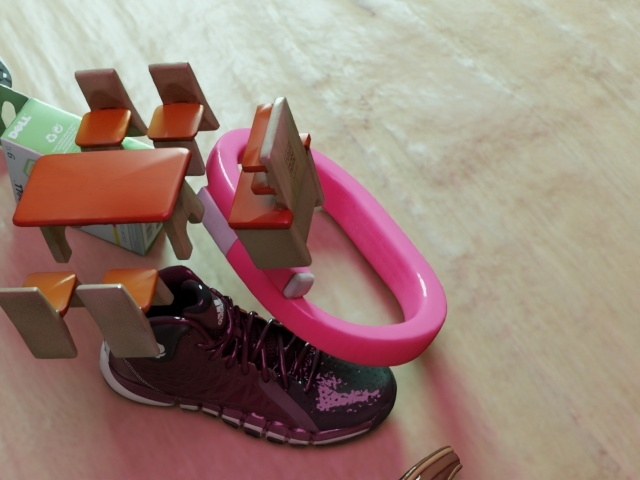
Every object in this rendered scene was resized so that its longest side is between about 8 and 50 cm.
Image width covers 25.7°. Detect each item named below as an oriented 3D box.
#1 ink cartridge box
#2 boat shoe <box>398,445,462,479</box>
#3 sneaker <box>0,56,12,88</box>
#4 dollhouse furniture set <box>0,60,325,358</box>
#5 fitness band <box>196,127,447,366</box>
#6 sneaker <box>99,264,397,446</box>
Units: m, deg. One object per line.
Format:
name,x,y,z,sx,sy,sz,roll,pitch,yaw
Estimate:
ink cartridge box,-0.255,-0.072,1.397,0.209,0.109,0.062,23,58,12
boat shoe,0.076,0.243,1.221,0.060,0.064,0.178,44,42,9
sneaker,-0.465,-0.163,1.450,0.292,0.118,0.110,5,43,-6
dollhouse furniture set,-0.137,-0.046,1.193,0.259,0.135,0.262,-2,51,18
fitness band,0.000,0.000,1.329,0.209,0.054,0.291,0,43,-45
sneaker,-0.067,0.099,1.261,0.281,0.162,0.106,7,57,2
